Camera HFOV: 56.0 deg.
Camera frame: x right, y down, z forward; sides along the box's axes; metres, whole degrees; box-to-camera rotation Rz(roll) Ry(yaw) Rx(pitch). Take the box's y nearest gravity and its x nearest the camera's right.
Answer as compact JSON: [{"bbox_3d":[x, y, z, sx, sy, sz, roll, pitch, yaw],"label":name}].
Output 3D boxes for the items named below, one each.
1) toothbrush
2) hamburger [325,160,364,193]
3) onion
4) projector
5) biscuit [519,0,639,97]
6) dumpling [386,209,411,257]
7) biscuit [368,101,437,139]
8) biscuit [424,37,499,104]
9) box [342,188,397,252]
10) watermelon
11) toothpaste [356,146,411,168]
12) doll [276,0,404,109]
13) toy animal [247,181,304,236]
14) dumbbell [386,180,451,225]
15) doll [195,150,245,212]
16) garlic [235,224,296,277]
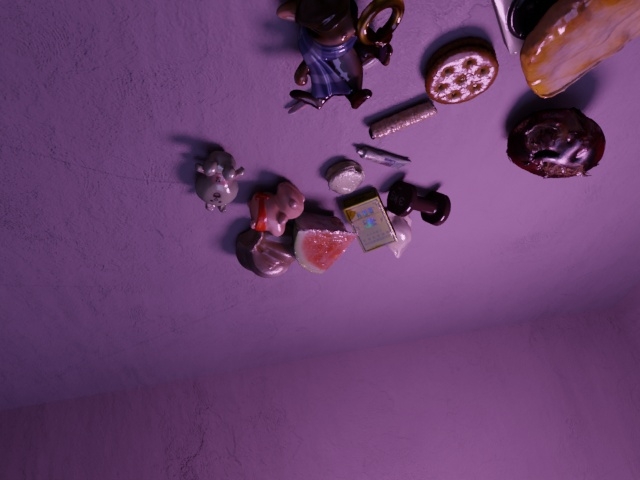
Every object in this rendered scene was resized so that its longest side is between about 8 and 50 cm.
[{"bbox_3d":[0.033,-0.438,1.711,0.307,0.025,0.030,-28,155,22],"label":"toothbrush"},{"bbox_3d":[0.086,-0.214,2.069,0.133,0.062,0.140,-29,144,22],"label":"hamburger"},{"bbox_3d":[0.780,-0.333,2.010,0.314,0.232,0.314,8,159,3],"label":"onion"},{"bbox_3d":[0.589,-0.627,1.565,0.257,0.079,0.259,-26,148,16],"label":"projector"},{"bbox_3d":[0.702,-0.562,1.558,0.429,0.104,0.446,-36,160,27],"label":"biscuit"},{"bbox_3d":[0.314,-0.045,2.397,0.151,0.124,0.228,-44,135,-25],"label":"dumpling"},{"bbox_3d":[0.255,-0.374,1.876,0.219,0.055,0.061,-20,-175,13],"label":"biscuit"},{"bbox_3d":[0.406,-0.486,1.743,0.221,0.066,0.220,-7,149,-4],"label":"biscuit"},{"bbox_3d":[0.186,-0.071,2.258,0.141,0.064,0.220,-21,123,13],"label":"box"},{"bbox_3d":[0.000,0.000,2.216,0.232,0.193,0.310,-39,129,-5],"label":"watermelon"},{"bbox_3d":[0.209,-0.278,2.039,0.234,0.038,0.060,10,146,-39],"label":"toothpaste"},{"bbox_3d":[0.049,-0.476,1.476,0.318,0.209,0.339,-19,147,3],"label":"doll"},{"bbox_3d":[-0.156,-0.109,2.056,0.198,0.171,0.171,-25,148,14],"label":"toy animal"},{"bbox_3d":[0.365,-0.137,2.232,0.226,0.140,0.124,12,103,-34],"label":"dumbbell"},{"bbox_3d":[-0.321,-0.191,1.908,0.155,0.113,0.275,4,154,-11],"label":"doll"},{"bbox_3d":[-0.199,0.029,2.315,0.292,0.210,0.237,32,93,-46],"label":"garlic"}]
